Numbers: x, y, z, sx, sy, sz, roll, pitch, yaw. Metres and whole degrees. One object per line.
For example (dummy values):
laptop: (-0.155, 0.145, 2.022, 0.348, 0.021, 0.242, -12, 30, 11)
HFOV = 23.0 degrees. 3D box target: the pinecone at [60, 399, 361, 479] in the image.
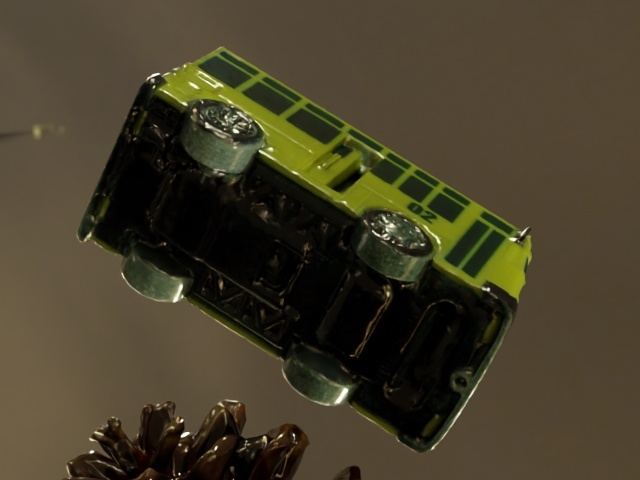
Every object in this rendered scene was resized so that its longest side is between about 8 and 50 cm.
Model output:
pinecone: (-0.036, 0.214, 0.861, 0.246, 0.246, 0.292, -19, -76, 50)

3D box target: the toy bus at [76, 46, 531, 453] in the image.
toy bus: (0.000, 0.000, 0.988, 0.262, 0.150, 0.128, 32, -63, 8)
